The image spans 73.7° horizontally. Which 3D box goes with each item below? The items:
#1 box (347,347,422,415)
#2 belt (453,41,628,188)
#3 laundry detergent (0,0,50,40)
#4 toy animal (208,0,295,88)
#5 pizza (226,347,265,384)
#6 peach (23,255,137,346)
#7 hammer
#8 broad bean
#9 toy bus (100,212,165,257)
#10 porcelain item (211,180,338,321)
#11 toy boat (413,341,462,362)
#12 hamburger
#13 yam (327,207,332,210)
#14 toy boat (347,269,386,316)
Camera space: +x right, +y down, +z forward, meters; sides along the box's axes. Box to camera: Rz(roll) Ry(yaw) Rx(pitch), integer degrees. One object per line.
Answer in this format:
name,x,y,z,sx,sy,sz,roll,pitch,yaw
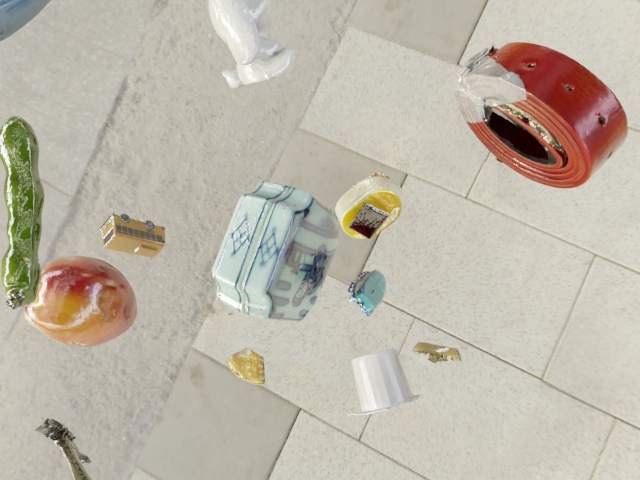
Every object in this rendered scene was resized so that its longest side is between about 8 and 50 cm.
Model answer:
box,0.214,0.542,1.649,0.291,0.262,0.207,-24,69,29
belt,0.408,-0.244,0.834,0.115,0.227,0.324,-41,69,-9
laundry detergent,-0.654,-0.540,0.916,0.143,0.094,0.290,20,53,3
toy animal,-0.198,-0.560,1.132,0.205,0.272,0.265,-22,118,-1
pizza,-0.243,0.428,1.456,0.160,0.036,0.099,25,67,14
peach,-0.550,0.140,1.009,0.243,0.243,0.200,-12,52,6
hammer,-0.313,0.327,0.574,0.297,0.125,0.027,9,43,47
broad bean,-0.370,-0.038,0.526,0.052,0.053,0.256,-10,74,-5
toy bus,-0.651,-0.012,1.503,0.098,0.201,0.114,-39,55,25
porcelain item,-0.082,0.032,0.952,0.157,0.281,0.286,18,83,25
toy boat,0.455,0.444,1.674,0.206,0.064,0.072,-1,78,51
hamburger,0.203,-0.136,1.751,0.295,0.151,0.227,-39,114,23
yam,0.000,0.000,1.639,0.061,0.061,0.253,10,99,10
toy boat,0.107,0.128,1.081,0.110,0.175,0.091,-34,96,34
